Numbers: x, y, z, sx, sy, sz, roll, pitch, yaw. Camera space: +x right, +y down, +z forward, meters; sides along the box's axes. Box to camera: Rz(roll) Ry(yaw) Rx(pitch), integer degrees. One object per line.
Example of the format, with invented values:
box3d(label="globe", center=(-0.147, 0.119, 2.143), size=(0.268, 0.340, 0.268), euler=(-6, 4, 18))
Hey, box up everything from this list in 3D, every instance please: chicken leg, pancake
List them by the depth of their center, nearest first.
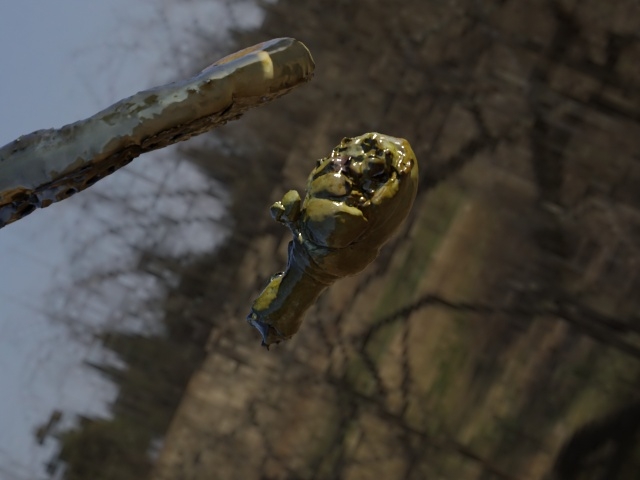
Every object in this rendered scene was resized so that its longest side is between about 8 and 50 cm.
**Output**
box3d(label="chicken leg", center=(0.000, 0.000, 1.605), size=(0.227, 0.088, 0.103), euler=(-49, -18, 13))
box3d(label="pancake", center=(-0.192, -0.106, 1.826), size=(0.382, 0.071, 0.382), euler=(-24, 4, 2))
